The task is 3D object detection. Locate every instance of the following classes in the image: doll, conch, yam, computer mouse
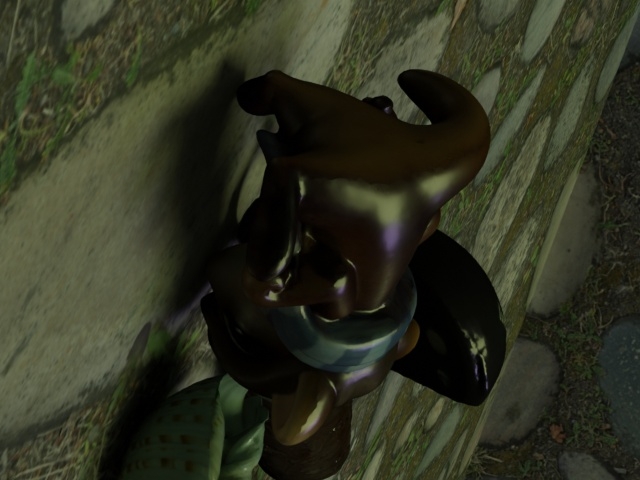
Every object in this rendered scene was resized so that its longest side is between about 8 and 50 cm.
[{"bbox_3d":[-0.004,-0.003,1.603,0.318,0.209,0.340,-51,163,-39],"label":"doll"},{"bbox_3d":[-0.118,0.216,1.718,0.200,0.131,0.172,-88,157,-44],"label":"conch"},{"bbox_3d":[-0.025,0.163,1.975,0.131,0.131,0.280,-59,167,-22],"label":"yam"},{"bbox_3d":[0.095,0.052,1.851,0.100,0.269,0.170,-32,118,-22],"label":"computer mouse"}]
